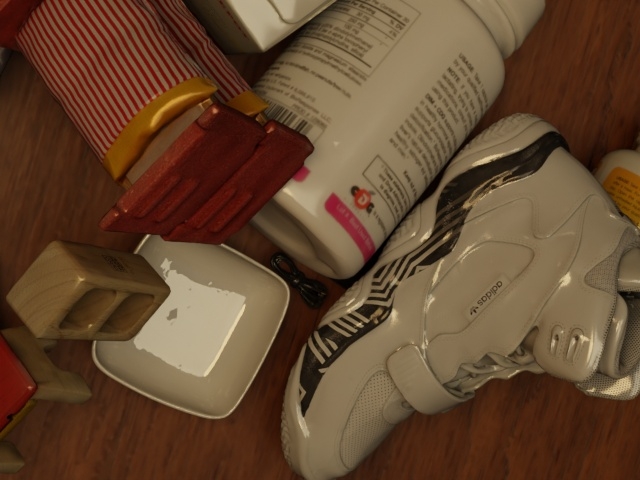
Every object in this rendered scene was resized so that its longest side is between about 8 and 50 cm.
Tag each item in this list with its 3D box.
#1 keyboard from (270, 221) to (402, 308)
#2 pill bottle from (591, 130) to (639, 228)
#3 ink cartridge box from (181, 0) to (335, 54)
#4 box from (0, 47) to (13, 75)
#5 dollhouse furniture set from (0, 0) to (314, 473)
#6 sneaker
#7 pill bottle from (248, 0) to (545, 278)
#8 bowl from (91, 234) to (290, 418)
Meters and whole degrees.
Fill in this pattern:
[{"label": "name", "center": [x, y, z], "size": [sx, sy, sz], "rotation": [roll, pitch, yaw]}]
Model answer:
[{"label": "keyboard", "center": [0.000, 0.000, 1.228], "size": [0.180, 0.023, 0.108], "rotation": [35, 81, -16]}, {"label": "pill bottle", "center": [0.273, -0.006, 1.252], "size": [0.117, 0.117, 0.208], "rotation": [36, 86, -17]}, {"label": "ink cartridge box", "center": [-0.051, -0.231, 1.102], "size": [0.127, 0.176, 0.128], "rotation": [-38, 105, -8]}, {"label": "box", "center": [-0.277, -0.266, 1.077], "size": [0.184, 0.103, 0.261], "rotation": [27, 90, -14]}, {"label": "dollhouse furniture set", "center": [-0.208, -0.021, 1.033], "size": [0.374, 0.152, 0.201], "rotation": [-46, 68, 15]}, {"label": "sneaker", "center": [0.129, 0.091, 1.147], "size": [0.366, 0.210, 0.137], "rotation": [-54, 147, 8]}, {"label": "pill bottle", "center": [0.048, -0.122, 1.145], "size": [0.160, 0.160, 0.283], "rotation": [43, 77, -16]}, {"label": "bowl", "center": [-0.113, 0.066, 1.188], "size": [0.142, 0.053, 0.142], "rotation": [27, 89, -18]}]
